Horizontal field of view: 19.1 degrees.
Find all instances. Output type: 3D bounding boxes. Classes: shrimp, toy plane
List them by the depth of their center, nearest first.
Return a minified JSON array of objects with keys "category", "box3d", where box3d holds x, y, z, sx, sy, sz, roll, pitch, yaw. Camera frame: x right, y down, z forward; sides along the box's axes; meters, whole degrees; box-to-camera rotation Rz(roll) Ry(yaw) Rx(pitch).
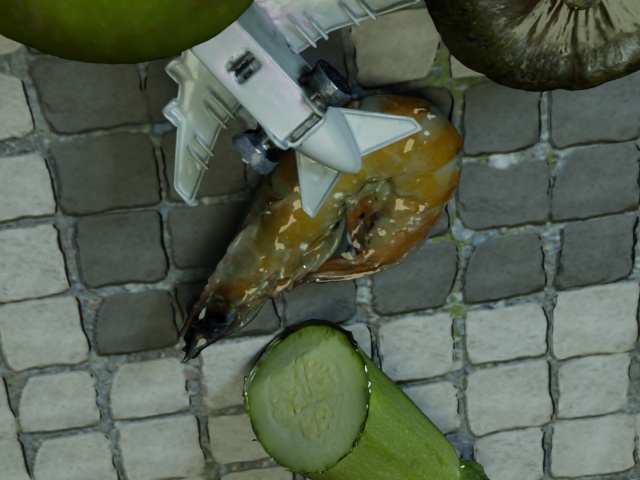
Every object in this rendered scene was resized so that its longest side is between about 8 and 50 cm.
[{"category":"toy plane","box3d":[-0.048,-0.135,1.448,0.251,0.101,0.255,-40,108,16]},{"category":"shrimp","box3d":[0.000,0.000,1.616,0.164,0.062,0.317,30,114,-29]}]

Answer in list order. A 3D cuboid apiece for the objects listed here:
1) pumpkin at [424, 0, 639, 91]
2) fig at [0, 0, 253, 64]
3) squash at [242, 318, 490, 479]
[{"category":"pumpkin","box3d":[0.182,-0.222,1.381,0.260,0.189,0.260,-4,128,-5]},{"category":"fig","box3d":[-0.132,-0.277,1.245,0.258,0.258,0.326,7,125,-14]},{"category":"squash","box3d":[0.056,0.203,1.753,0.137,0.137,0.287,-32,129,17]}]
